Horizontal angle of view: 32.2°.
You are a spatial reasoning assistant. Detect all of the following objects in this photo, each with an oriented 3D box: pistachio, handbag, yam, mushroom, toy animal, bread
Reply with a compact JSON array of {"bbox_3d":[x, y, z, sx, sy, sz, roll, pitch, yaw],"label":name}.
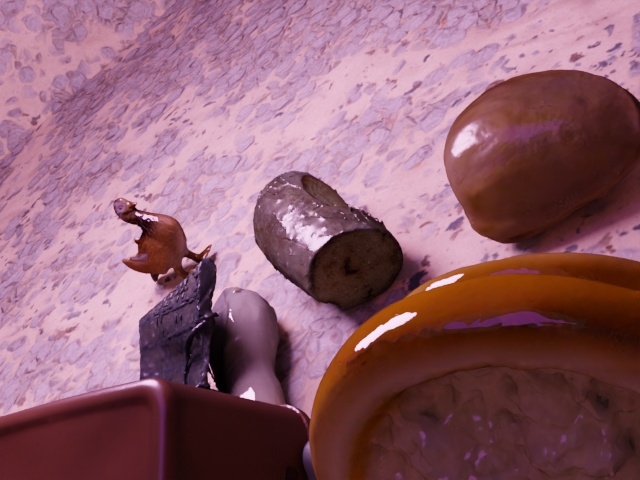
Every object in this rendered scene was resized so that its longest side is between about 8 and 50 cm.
[{"bbox_3d":[0.275,-0.122,1.376,0.260,0.163,0.213,-24,67,25],"label":"pistachio"},{"bbox_3d":[-0.178,0.171,1.474,0.175,0.088,0.270,-35,52,57],"label":"handbag"},{"bbox_3d":[0.000,0.000,1.561,0.154,0.154,0.254,-43,33,-2],"label":"yam"},{"bbox_3d":[-0.097,0.174,1.493,0.109,0.097,0.351,-55,27,23],"label":"mushroom"},{"bbox_3d":[-0.285,0.008,1.865,0.188,0.179,0.089,-47,12,53],"label":"toy animal"},{"bbox_3d":[0.208,0.175,0.985,0.424,0.329,0.245,-9,8,27],"label":"bread"}]

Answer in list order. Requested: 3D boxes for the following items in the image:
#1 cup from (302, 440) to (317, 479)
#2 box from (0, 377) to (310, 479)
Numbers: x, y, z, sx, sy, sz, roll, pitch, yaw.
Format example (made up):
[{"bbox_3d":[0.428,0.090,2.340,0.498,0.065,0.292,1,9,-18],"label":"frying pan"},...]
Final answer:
[{"bbox_3d":[0.069,0.236,1.213,0.129,0.095,0.128,-21,-1,36],"label":"cup"},{"bbox_3d":[-0.206,0.301,1.229,0.339,0.229,0.239,-18,63,34],"label":"box"}]
